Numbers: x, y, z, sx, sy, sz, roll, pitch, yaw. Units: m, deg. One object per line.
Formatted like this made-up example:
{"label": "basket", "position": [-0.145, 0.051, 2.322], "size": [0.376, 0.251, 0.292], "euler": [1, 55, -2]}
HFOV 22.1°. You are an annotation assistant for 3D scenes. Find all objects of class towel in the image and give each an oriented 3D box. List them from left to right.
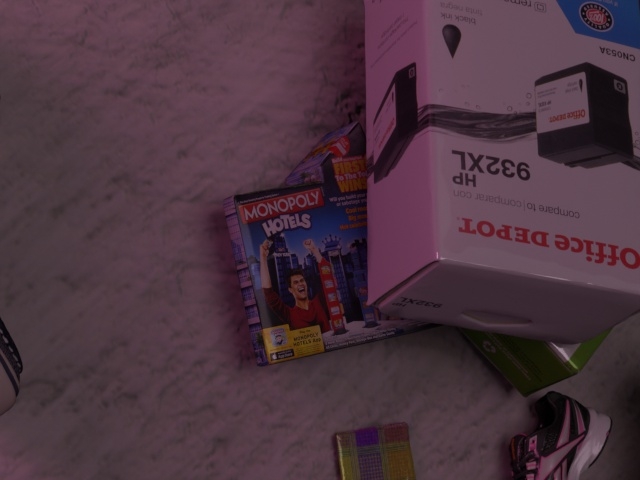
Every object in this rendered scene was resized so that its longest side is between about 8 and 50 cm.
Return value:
{"label": "towel", "position": [0.050, 0.195, 1.458], "size": [0.083, 0.009, 0.060], "euler": [-4, 83, -34]}

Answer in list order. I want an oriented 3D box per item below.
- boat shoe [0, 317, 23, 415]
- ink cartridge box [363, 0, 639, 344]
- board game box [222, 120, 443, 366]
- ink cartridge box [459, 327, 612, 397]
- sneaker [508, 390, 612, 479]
{"label": "boat shoe", "position": [-0.280, -0.045, 1.206], "size": [0.158, 0.127, 0.340], "euler": [-35, 100, -27]}
{"label": "ink cartridge box", "position": [0.163, -0.085, 1.427], "size": [0.223, 0.129, 0.307], "euler": [10, 66, -22]}
{"label": "board game box", "position": [0.000, 0.000, 1.434], "size": [0.194, 0.060, 0.194], "euler": [-9, 85, -35]}
{"label": "ink cartridge box", "position": [0.178, -0.014, 1.540], "size": [0.255, 0.097, 0.189], "euler": [46, 58, -4]}
{"label": "sneaker", "position": [0.203, 0.218, 1.534], "size": [0.077, 0.072, 0.178], "euler": [35, 54, -10]}
